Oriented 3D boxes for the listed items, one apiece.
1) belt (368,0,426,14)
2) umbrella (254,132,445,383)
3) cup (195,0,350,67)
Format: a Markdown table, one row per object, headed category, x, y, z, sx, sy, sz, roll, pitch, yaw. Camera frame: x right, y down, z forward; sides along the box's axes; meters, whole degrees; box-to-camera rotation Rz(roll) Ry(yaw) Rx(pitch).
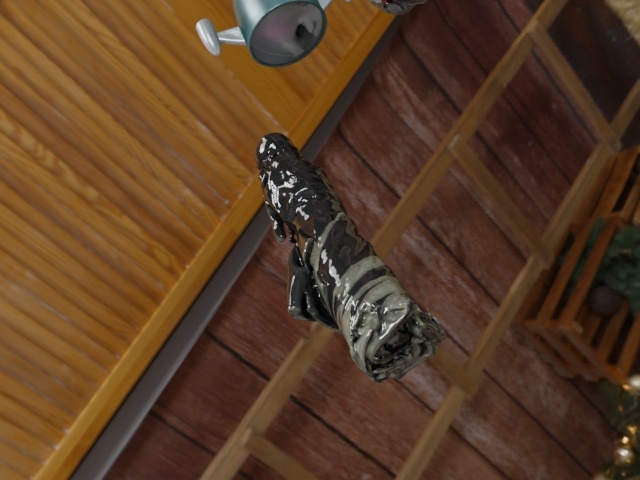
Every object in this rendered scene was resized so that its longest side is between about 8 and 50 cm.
| category | x | y | z | sx | sy | sz | roll | pitch | yaw |
| --- | --- | --- | --- | --- | --- | --- | --- | --- | --- |
| belt | 0.158 | -0.593 | 1.240 | 0.227 | 0.115 | 0.323 | 48 | 136 | 50 |
| umbrella | 0.002 | 0.004 | 0.731 | 0.113 | 0.106 | 0.357 | 30 | -160 | -45 |
| cup | -0.092 | -0.447 | 1.263 | 0.167 | 0.300 | 0.173 | 76 | 169 | -66 |
